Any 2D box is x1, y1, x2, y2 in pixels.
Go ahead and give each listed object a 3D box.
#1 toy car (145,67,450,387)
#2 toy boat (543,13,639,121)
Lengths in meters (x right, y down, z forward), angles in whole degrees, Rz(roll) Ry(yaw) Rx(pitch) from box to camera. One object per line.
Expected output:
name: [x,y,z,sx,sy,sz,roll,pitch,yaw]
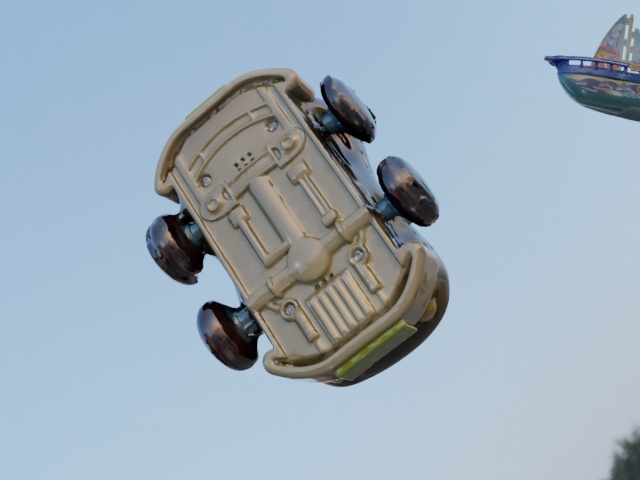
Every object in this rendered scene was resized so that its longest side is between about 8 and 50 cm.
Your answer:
toy car: [0.000,0.000,0.847,0.204,0.248,0.198,-39,-23,11]
toy boat: [0.328,-0.192,1.135,0.091,0.175,0.110,143,137,-82]
